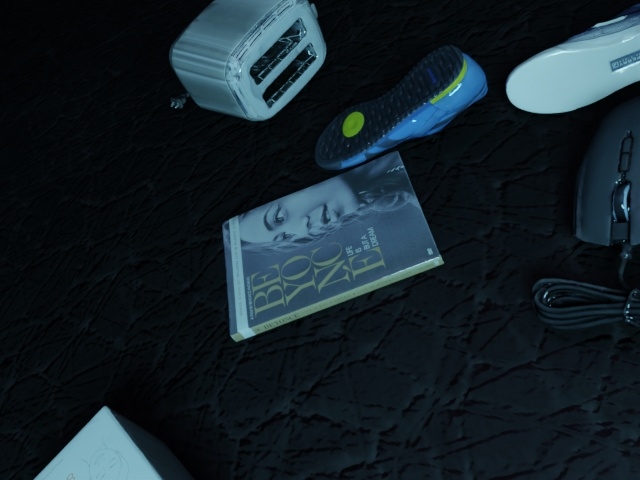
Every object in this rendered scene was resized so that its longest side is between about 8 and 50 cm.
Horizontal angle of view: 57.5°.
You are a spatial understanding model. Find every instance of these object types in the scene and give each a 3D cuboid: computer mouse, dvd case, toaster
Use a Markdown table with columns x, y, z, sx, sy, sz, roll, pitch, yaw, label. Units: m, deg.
| x | y | z | sx | sy | sz | roll | pitch | yaw | label |
| --- | --- | --- | --- | --- | --- | --- | --- | --- | --- |
| 0.277 | -0.044 | 0.447 | 0.184 | 0.060 | 0.262 | 4 | 54 | 51 | computer mouse |
| 0.000 | 0.000 | 0.617 | 0.221 | 0.018 | 0.164 | -22 | 46 | 10 | dvd case |
| -0.100 | -0.258 | 0.812 | 0.146 | 0.129 | 0.227 | 25 | 66 | 38 | toaster |

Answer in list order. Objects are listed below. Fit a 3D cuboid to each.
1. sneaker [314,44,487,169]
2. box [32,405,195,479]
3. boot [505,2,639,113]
| x | y | z | sx | sy | sz | roll | pitch | yaw | label |
| --- | --- | --- | --- | --- | --- | --- | --- | --- | --- |
| 0.090 | -0.130 | 0.658 | 0.209 | 0.082 | 0.069 | -30 | 57 | 28 | sneaker |
| -0.149 | 0.237 | 0.444 | 0.130 | 0.091 | 0.170 | -47 | 47 | -15 | box |
| 0.287 | -0.191 | 0.605 | 0.190 | 0.069 | 0.086 | -13 | 30 | 19 | boot |
